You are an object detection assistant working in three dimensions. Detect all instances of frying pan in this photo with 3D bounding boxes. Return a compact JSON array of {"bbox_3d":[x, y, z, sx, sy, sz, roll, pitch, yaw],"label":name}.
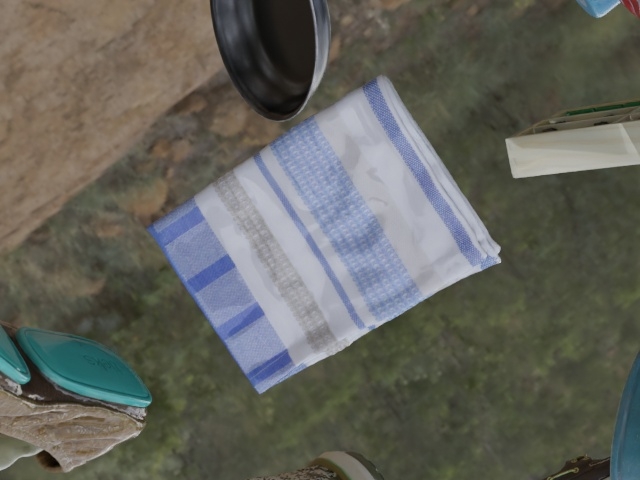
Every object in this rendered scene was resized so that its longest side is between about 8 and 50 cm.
[{"bbox_3d":[-0.031,-0.250,0.978,0.053,0.197,0.326,-18,153,-30],"label":"frying pan"}]

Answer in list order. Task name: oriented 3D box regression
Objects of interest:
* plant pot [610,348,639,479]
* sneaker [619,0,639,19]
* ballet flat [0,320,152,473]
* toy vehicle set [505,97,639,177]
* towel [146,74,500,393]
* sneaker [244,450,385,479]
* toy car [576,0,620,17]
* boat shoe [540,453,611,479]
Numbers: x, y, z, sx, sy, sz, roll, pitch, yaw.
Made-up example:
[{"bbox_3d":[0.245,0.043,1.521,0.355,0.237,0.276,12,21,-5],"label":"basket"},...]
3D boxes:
[{"bbox_3d":[0.484,0.230,1.125,0.272,0.255,0.271,-9,102,-47],"label":"plant pot"},{"bbox_3d":[0.333,-0.278,1.108,0.042,0.067,0.118,-21,131,-2],"label":"sneaker"},{"bbox_3d":[-0.233,0.092,0.689,0.124,0.116,0.342,-44,154,-2],"label":"ballet flat"},{"bbox_3d":[0.312,-0.100,0.900,0.267,0.035,0.166,-6,-168,30],"label":"toy vehicle set"},{"bbox_3d":[0.000,0.000,1.011,0.285,0.209,0.034,-31,-175,15],"label":"towel"},{"bbox_3d":[0.026,0.364,1.170,0.182,0.410,0.158,4,100,-28],"label":"sneaker"},{"bbox_3d":[0.323,-0.411,1.215,0.219,0.238,0.210,-38,118,8],"label":"toy car"},{"bbox_3d":[0.349,0.332,1.454,0.228,0.068,0.081,-34,144,14],"label":"boat shoe"}]
